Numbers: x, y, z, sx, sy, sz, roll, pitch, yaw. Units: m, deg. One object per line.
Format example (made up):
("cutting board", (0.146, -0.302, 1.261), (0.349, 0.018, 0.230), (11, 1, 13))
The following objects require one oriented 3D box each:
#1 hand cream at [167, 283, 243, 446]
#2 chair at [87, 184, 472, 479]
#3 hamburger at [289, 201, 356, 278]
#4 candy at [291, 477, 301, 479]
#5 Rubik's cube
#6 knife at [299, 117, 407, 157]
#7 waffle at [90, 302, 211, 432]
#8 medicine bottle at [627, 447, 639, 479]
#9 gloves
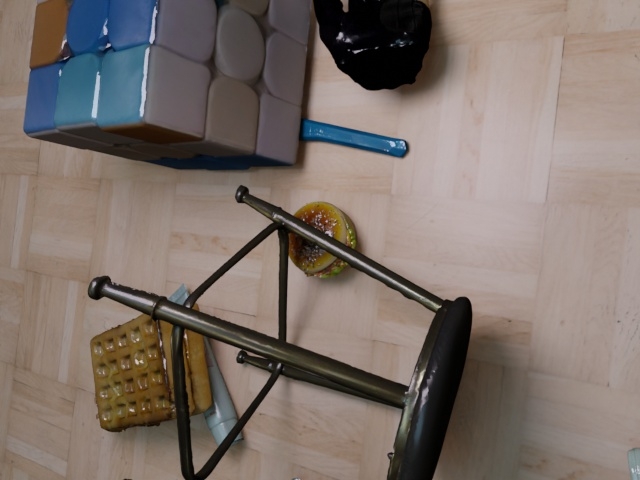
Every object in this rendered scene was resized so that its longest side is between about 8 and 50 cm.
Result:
("hand cream", (-0.232, 0.246, 1.121), (0.085, 0.058, 0.331), (-44, 60, 37))
("chair", (-0.020, 0.179, 0.803), (0.411, 0.364, 0.361), (13, 117, 19))
("hamburger", (0.000, 0.000, 0.981), (0.127, 0.082, 0.141), (-31, 70, 25))
("candy", (0.018, 0.453, 0.959), (0.182, 0.047, 0.053), (17, 98, 35))
("Rubik's cube", (-0.256, -0.318, 0.988), (0.345, 0.347, 0.346), (3, 86, 38))
("knife", (0.021, -0.188, 1.017), (0.297, 0.026, 0.044), (18, 98, 28))
("waffle", (-0.349, 0.258, 1.130), (0.328, 0.098, 0.223), (-25, 71, 43))
("medicine bottle", (0.495, 0.280, 0.668), (0.229, 0.083, 0.121), (-12, 74, 28))
("gloves", (0.079, -0.382, 0.926), (0.198, 0.152, 0.300), (-6, 76, 9))
